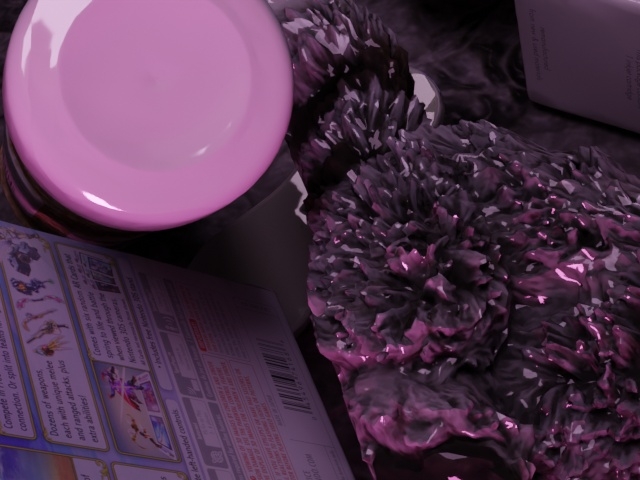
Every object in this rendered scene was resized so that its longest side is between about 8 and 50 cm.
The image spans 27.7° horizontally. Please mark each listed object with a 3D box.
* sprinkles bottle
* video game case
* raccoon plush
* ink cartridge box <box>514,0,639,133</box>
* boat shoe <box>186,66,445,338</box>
[{"bbox_3d":[-0.111,-0.058,0.698,0.121,0.355,0.121,1,87,-14],"label":"sprinkles bottle"},{"bbox_3d":[-0.087,0.109,0.569,0.061,0.244,0.269,-49,44,25],"label":"video game case"},{"bbox_3d":[0.144,-0.024,0.588,0.299,0.216,0.446,-25,70,8],"label":"raccoon plush"},{"bbox_3d":[0.322,-0.142,0.782,0.354,0.119,0.207,21,59,28],"label":"ink cartridge box"},{"bbox_3d":[0.000,-0.001,0.783,0.079,0.081,0.227,38,86,22],"label":"boat shoe"}]
